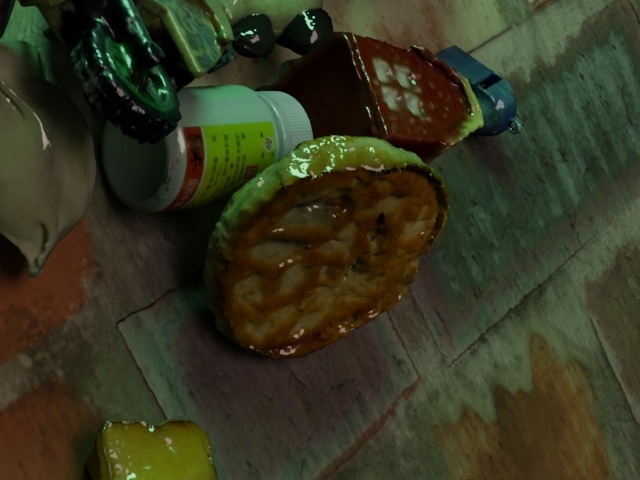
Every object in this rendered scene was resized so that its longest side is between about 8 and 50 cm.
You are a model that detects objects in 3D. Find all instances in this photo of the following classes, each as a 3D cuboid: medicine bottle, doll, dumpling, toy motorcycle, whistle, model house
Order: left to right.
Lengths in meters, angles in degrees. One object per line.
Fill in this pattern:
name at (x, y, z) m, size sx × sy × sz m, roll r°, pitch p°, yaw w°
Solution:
dumpling at (-0.301, -0.084, 1.623) m, size 0.162 × 0.132 × 0.250 m, roll -80°, pitch 166°, yaw -72°
toy motorcycle at (-0.195, -0.242, 1.640) m, size 0.237 × 0.169 × 0.410 m, roll 58°, pitch 17°, yaw -12°
medicine bottle at (-0.128, -0.108, 1.809) m, size 0.225 × 0.139 × 0.139 m, roll -9°, pitch 84°, yaw -46°
doll at (-0.084, -0.297, 1.920) m, size 0.234 × 0.135 × 0.143 m, roll -8°, pitch 105°, yaw -44°
model house at (0.068, -0.138, 1.965) m, size 0.254 × 0.196 × 0.160 m, roll 6°, pitch 60°, yaw -44°
whistle at (0.224, -0.200, 2.250) m, size 0.158 × 0.090 × 0.090 m, roll 37°, pitch 40°, yaw 20°

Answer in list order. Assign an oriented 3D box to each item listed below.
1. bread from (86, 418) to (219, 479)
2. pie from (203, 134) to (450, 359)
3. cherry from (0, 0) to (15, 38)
bread at (-0.176, 0.305, 1.676) m, size 0.161 × 0.088 × 0.233 m, roll 13°, pitch 66°, yaw -48°
pie at (0.000, 0.000, 1.828) m, size 0.315 × 0.315 × 0.092 m, roll 11°, pitch 31°, yaw -43°
cherry at (-0.387, -0.262, 1.573) m, size 0.195 × 0.195 × 0.195 m, roll 16°, pitch 67°, yaw -42°
